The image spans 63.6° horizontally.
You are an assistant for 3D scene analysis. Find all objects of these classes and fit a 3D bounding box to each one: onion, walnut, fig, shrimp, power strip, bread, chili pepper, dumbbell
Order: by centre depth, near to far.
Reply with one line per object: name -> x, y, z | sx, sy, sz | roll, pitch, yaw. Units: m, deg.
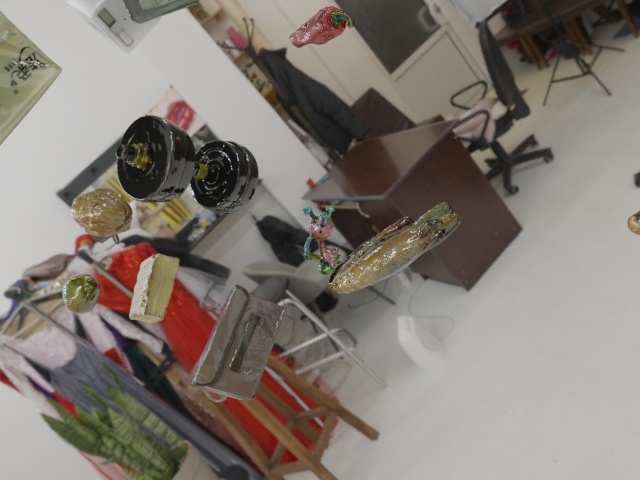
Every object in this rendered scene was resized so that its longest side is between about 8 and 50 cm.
walnut -> -0.364, -0.047, 0.860 | 0.079, 0.096, 0.082 | 28, -102, -77
shrimp -> 0.119, 0.011, 0.899 | 0.253, 0.058, 0.173 | -34, 13, 11
shrimp -> 0.692, -0.043, 1.043 | 0.127, 0.025, 0.091 | -10, 28, 26
fig -> -0.519, 0.114, 1.136 | 0.098, 0.082, 0.084 | -18, 30, 37
dumbbell -> -0.295, -0.163, 1.182 | 0.185, 0.185, 0.388 | -33, -20, 25
power strip -> -0.428, -0.679, 1.375 | 0.213, 0.064, 0.198 | -26, -24, -9
chili pepper -> -0.007, -0.749, 1.829 | 0.110, 0.110, 0.388 | -49, 26, -22
bread -> -0.621, 0.185, 1.928 | 0.246, 0.111, 0.239 | -24, 54, 56
onion -> -0.412, 0.540, 2.016 | 0.184, 0.147, 0.183 | -170, 90, -79

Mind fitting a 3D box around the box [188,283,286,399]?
box -> -0.206, 0.266, 1.298 | 0.188, 0.153, 0.252 | 137, 155, -67

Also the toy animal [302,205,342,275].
toy animal -> 0.000, 0.000, 1.356 | 0.104, 0.208, 0.100 | -26, 43, -21

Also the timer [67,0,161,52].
timer -> -0.709, -0.802, 1.781 | 0.195, 0.192, 0.194 | 38, 85, 32

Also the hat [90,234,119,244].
hat -> -0.616, -0.025, 1.442 | 0.050, 0.121, 0.121 | -46, 17, -10

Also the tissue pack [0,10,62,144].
tissue pack -> -0.811, -0.282, 1.124 | 0.332, 0.205, 0.404 | 8, 62, 44
